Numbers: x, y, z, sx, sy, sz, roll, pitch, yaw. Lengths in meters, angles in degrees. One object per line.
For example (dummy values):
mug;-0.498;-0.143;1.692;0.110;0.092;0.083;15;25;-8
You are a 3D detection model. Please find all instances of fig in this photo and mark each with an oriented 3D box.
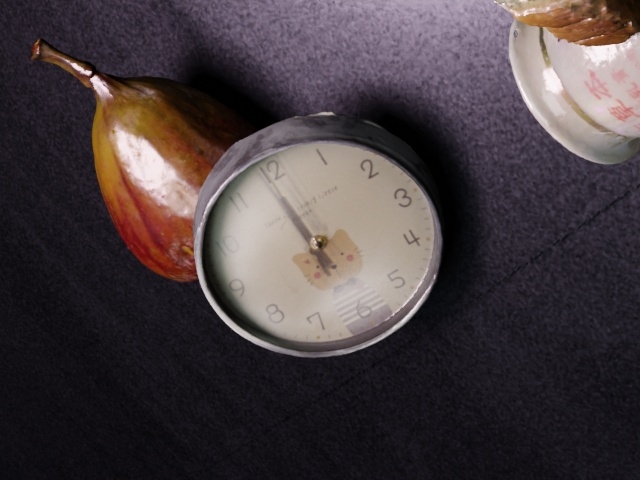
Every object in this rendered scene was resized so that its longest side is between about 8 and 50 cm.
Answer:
fig;-0.156;-0.089;1.520;0.170;0.145;0.274;-26;115;42

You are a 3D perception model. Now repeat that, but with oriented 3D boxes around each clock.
clock;0.000;0.000;1.459;0.226;0.049;0.226;-3;119;-5

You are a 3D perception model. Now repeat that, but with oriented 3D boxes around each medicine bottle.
medicine bottle;0.230;-0.144;1.212;0.147;0.147;0.143;52;135;-3

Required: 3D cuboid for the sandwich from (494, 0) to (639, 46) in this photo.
sandwich;0.102;-0.258;1.181;0.254;0.100;0.288;-13;74;35
